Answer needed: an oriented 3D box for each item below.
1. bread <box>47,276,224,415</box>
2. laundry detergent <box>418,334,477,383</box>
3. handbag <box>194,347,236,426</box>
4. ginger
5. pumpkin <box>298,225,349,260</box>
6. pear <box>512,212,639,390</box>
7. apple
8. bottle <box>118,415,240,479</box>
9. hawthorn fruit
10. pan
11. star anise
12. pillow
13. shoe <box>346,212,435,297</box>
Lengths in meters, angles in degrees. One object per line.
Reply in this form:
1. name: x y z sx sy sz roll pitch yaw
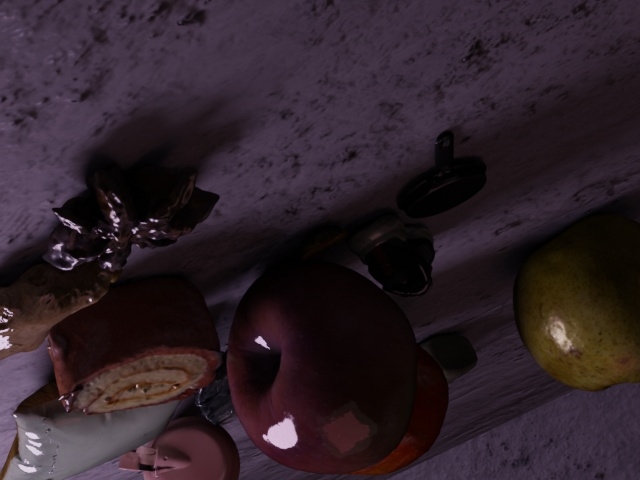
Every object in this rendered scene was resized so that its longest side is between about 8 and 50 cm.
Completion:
1. bread: -0.254 0.145 1.720 0.244 0.123 0.190 -7 149 -39
2. laundry detergent: 0.188 0.284 2.603 0.181 0.091 0.253 -9 156 -47
3. handbag: -0.123 0.214 2.029 0.175 0.089 0.270 -39 163 -13
4. ginger: -0.342 0.078 1.538 0.213 0.074 0.137 -28 169 24
5. pumpkin: 0.000 -0.001 1.777 0.083 0.028 0.050 -21 163 -33
6. pear: 0.486 0.118 2.237 0.304 0.304 0.304 -21 160 -8
7. apple: 0.009 0.175 1.818 0.235 0.306 0.306 2 148 -35
8. bottle: -0.240 0.389 2.225 0.206 0.173 0.297 9 169 -4
9. hawthorn fruit: 0.055 0.279 2.168 0.287 0.287 0.330 -34 171 26
10. pan: 0.169 -0.085 1.752 0.136 0.028 0.235 -23 160 -3
11. star anise: -0.205 -0.026 1.428 0.197 0.073 0.212 -13 160 -21
12. pillow: -0.332 0.263 1.929 0.310 0.119 0.312 -18 157 -29
13. shoe: 0.118 0.036 1.880 0.099 0.112 0.227 -31 157 15
